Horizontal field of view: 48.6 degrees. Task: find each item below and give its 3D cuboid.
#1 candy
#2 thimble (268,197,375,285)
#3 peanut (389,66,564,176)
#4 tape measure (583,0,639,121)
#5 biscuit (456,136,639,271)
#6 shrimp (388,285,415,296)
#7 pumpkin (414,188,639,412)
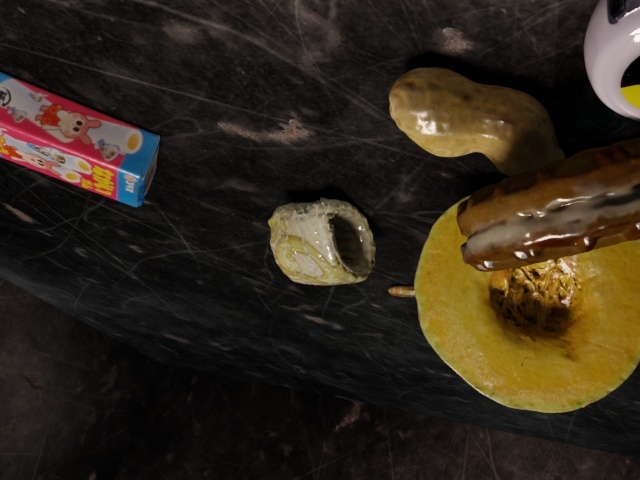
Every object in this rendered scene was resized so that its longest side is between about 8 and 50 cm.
[{"bbox_3d":[-0.446,-0.174,1.262,0.306,0.100,0.157,22,157,-8],"label":"candy"},{"bbox_3d":[0.000,0.000,1.288,0.144,0.137,0.190,0,141,37],"label":"thimble"},{"bbox_3d":[0.192,-0.141,0.859,0.230,0.098,0.103,19,177,-1],"label":"peanut"},{"bbox_3d":[0.332,-0.190,0.639,0.179,0.105,0.196,0,154,22],"label":"tape measure"},{"bbox_3d":[0.315,-0.041,0.819,0.332,0.103,0.332,-15,174,-2],"label":"biscuit"},{"bbox_3d":[0.202,0.116,1.566,0.108,0.023,0.059,2,163,34],"label":"shrimp"},{"bbox_3d":[0.302,0.088,1.072,0.333,0.332,0.199,16,171,5],"label":"pumpkin"}]
